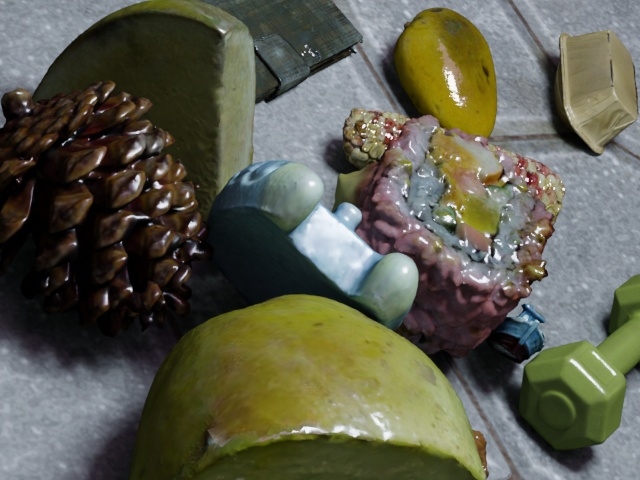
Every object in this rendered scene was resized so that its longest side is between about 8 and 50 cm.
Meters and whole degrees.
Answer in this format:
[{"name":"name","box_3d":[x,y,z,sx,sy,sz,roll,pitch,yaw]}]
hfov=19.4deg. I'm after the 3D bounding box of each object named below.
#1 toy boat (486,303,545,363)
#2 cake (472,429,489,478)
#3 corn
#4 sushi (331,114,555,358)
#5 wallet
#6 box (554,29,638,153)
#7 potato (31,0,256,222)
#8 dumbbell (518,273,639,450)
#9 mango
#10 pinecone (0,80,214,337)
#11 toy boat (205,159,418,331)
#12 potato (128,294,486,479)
[{"name":"toy boat","box_3d":[0.220,0.100,2.069,0.060,0.061,0.137,38,-3,1]},{"name":"cake","box_3d":[0.076,0.249,1.797,0.134,0.147,0.135,29,41,-13]},{"name":"corn","box_3d":[0.152,-0.082,2.221,0.290,0.098,0.098,17,43,-17]},{"name":"sushi","box_3d":[0.118,-0.005,2.063,0.236,0.171,0.270,28,38,-8]},{"name":"wallet","box_3d":[-0.090,-0.244,2.243,0.169,0.044,0.317,46,41,10]},{"name":"box","box_3d":[0.360,-0.203,2.496,0.111,0.111,0.177,20,46,-19]},{"name":"potato","box_3d":[-0.137,-0.153,1.954,0.269,0.255,0.112,36,41,0]},{"name":"dumbbell","box_3d":[0.337,0.132,2.134,0.121,0.108,0.302,44,40,11]},{"name":"mango","box_3d":[0.165,-0.204,2.351,0.137,0.098,0.195,-2,58,-42]},{"name":"pinecone","box_3d":[-0.224,-0.032,1.811,0.272,0.224,0.224,53,35,-19]},{"name":"toy boat","box_3d":[0.000,0.000,1.855,0.215,0.330,0.123,40,74,-4]},{"name":"potato","box_3d":[-0.058,0.145,1.667,0.212,0.330,0.280,62,3,-42]}]
